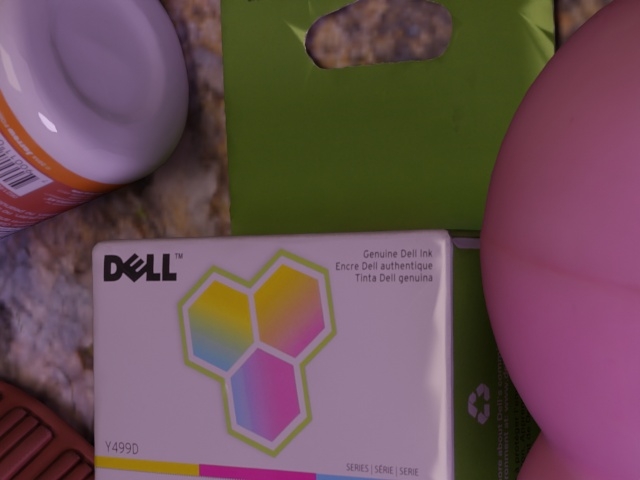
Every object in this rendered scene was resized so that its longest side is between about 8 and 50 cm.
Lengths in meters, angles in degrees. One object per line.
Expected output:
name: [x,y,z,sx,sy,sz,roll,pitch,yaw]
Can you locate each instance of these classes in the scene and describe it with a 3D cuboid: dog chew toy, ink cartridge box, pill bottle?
dog chew toy: [0.150,0.084,0.531,0.207,0.207,0.331,11,105,37]
ink cartridge box: [0.000,0.000,0.698,0.189,0.097,0.255,-2,89,37]
pill bottle: [-0.179,-0.057,0.818,0.216,0.121,0.121,-20,78,36]

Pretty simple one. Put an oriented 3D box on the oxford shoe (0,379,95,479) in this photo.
oxford shoe: [-0.230,0.152,0.875,0.397,0.140,0.146,21,133,31]
